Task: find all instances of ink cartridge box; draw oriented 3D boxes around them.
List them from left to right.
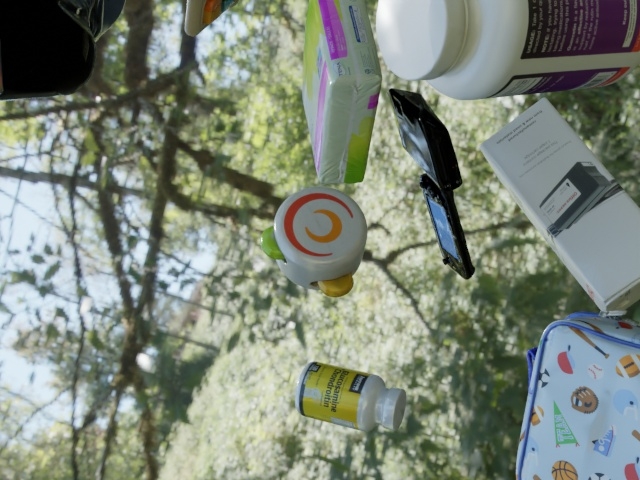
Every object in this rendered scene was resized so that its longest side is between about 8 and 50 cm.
[{"bbox_3d":[0.520,-0.055,1.605,0.166,0.394,0.285,-37,-21,11],"label":"ink cartridge box"}]

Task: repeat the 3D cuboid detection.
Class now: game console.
[{"bbox_3d":[0.202,-0.085,1.365,0.213,0.044,0.361,-115,3,-63],"label":"game console"}]

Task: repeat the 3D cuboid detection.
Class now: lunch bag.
[{"bbox_3d":[0.398,0.249,1.107,0.115,0.243,0.303,-7,-71,-51],"label":"lunch bag"}]

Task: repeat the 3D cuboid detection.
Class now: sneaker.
[{"bbox_3d":[-0.263,-0.209,0.792,0.350,0.148,0.131,-54,-25,-55],"label":"sneaker"}]

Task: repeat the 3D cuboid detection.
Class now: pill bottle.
[{"bbox_3d":[0.055,0.283,1.428,0.103,0.184,0.103,9,-90,-68],"label":"pill bottle"},{"bbox_3d":[0.232,-0.263,0.941,0.181,0.323,0.181,26,121,54],"label":"pill bottle"}]

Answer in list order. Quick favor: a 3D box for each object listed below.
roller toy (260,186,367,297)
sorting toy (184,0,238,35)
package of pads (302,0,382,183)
[{"bbox_3d":[0.000,0.000,1.649,0.191,0.209,0.146,-59,-11,-24],"label":"roller toy"},{"bbox_3d":[-0.212,-0.548,1.680,0.208,0.038,0.193,-54,-15,-48],"label":"sorting toy"},{"bbox_3d":[0.031,-0.274,1.430,0.296,0.101,0.229,98,164,-58],"label":"package of pads"}]
